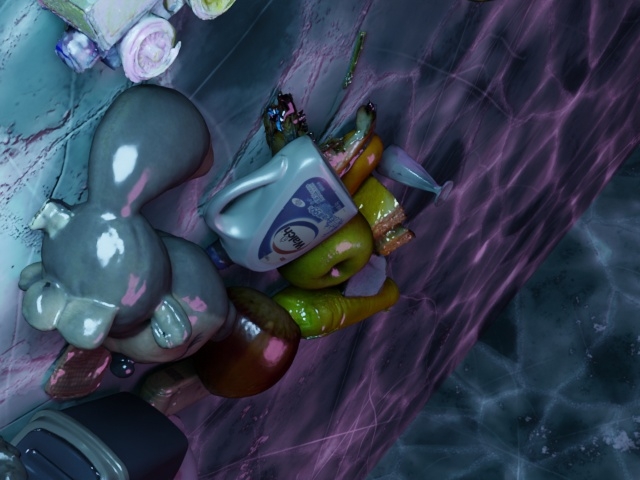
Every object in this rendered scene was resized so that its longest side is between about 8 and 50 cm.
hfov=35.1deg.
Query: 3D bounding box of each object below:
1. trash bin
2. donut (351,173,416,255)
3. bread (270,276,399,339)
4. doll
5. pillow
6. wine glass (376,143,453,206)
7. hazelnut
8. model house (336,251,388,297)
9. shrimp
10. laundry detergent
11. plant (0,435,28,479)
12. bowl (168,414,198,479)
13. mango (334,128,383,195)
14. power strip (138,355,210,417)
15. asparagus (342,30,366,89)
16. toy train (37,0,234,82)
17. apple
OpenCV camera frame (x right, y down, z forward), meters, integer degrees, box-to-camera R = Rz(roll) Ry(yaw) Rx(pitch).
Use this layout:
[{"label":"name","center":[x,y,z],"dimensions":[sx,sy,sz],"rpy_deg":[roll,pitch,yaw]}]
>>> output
[{"label":"trash bin","center":[-0.368,0.367,1.653],"dimensions":[0.290,0.209,0.182],"rpy_deg":[-14,133,-65]},{"label":"donut","center":[0.107,-0.066,2.061],"dimensions":[0.101,0.152,0.259],"rpy_deg":[-39,161,2]},{"label":"bread","center":[0.024,0.126,2.156],"dimensions":[0.383,0.166,0.112],"rpy_deg":[-14,96,-57]},{"label":"doll","center":[-0.216,0.010,1.415],"dimensions":[0.379,0.252,0.382],"rpy_deg":[-55,163,2]},{"label":"pillow","center":[-0.356,0.165,1.614],"dimensions":[0.211,0.034,0.135],"rpy_deg":[-59,157,13]},{"label":"wine glass","center":[0.199,-0.137,2.117],"dimensions":[0.073,0.155,0.073],"rpy_deg":[-46,155,-29]},{"label":"hazelnut","center":[-0.147,0.192,1.864],"dimensions":[0.208,0.208,0.208],"rpy_deg":[-42,154,-27]},{"label":"model house","center":[0.055,0.026,2.059],"dimensions":[0.106,0.152,0.165],"rpy_deg":[-22,143,-30]},{"label":"shrimp","center":[0.004,-0.187,1.750],"dimensions":[0.222,0.054,0.290],"rpy_deg":[-34,148,-5]},{"label":"laundry detergent","center":[-0.094,-0.041,1.713],"dimensions":[0.280,0.105,0.215],"rpy_deg":[-30,142,6]},{"label":"plant","center":[-0.498,0.290,1.285],"dimensions":[0.213,0.215,0.312],"rpy_deg":[-18,135,-50]},{"label":"bowl","center":[-0.342,0.519,1.964],"dimensions":[0.345,0.157,0.345],"rpy_deg":[-42,153,-27]},{"label":"mango","center":[0.059,-0.149,1.933],"dimensions":[0.159,0.084,0.105],"rpy_deg":[-50,179,33]},{"label":"power strip","center":[-0.230,0.258,1.952],"dimensions":[0.387,0.066,0.092],"rpy_deg":[-21,142,-56]},{"label":"asparagus","center":[0.060,-0.317,1.785],"dimensions":[0.015,0.014,0.114],"rpy_deg":[1,128,-22]},{"label":"toy train","center":[-0.202,-0.304,1.148],"dimensions":[0.261,0.134,0.177],"rpy_deg":[-48,156,-16]},{"label":"apple","center":[0.000,0.000,1.891],"dimensions":[0.196,0.157,0.196],"rpy_deg":[-25,150,-16]}]
